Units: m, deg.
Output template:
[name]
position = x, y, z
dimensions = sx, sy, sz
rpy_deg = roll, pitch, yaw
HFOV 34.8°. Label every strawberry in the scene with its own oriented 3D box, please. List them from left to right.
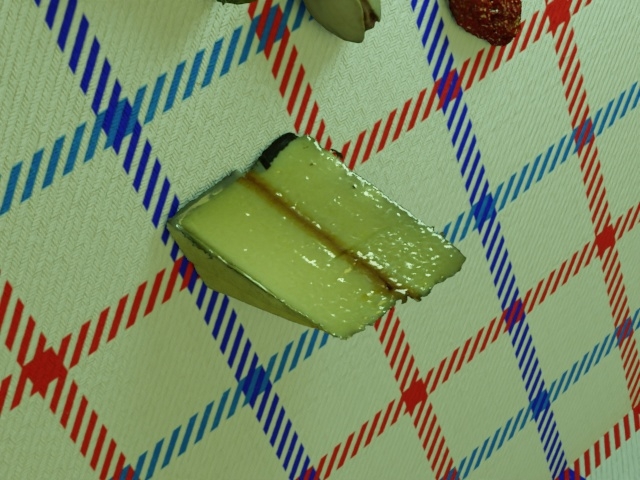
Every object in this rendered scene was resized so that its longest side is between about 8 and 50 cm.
[strawberry]
position = 0.345, -0.476, 2.080
dimensions = 0.174, 0.098, 0.228
rpy_deg = -32, 125, -20

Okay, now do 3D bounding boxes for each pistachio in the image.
[pistachio]
position = 0.038, -0.447, 1.844
dimensions = 0.144, 0.144, 0.215
rpy_deg = -52, 138, -5

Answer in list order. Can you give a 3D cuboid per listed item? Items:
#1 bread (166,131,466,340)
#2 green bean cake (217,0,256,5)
[bread]
position = 0.000, 0.000, 1.902
dimensions = 0.346, 0.405, 0.242
rpy_deg = -47, 141, -25
[green bean cake]
position = -0.164, -0.523, 1.661
dimensions = 0.236, 0.124, 0.233
rpy_deg = 24, 91, -45
